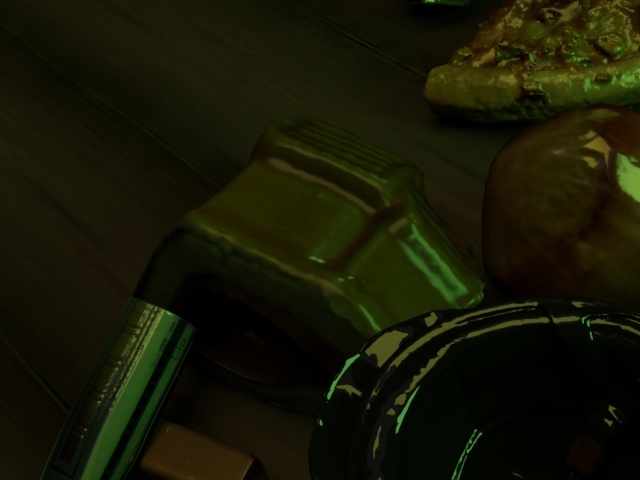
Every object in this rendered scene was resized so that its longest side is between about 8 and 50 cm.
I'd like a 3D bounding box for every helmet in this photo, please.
[{"bbox_3d":[0.141,0.164,0.611,0.279,0.160,0.230,8,55,20],"label":"helmet"}]

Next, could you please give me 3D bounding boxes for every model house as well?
[{"bbox_3d":[0.008,0.008,0.804,0.268,0.173,0.239,27,50,18],"label":"model house"}]

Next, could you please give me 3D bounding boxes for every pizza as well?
[{"bbox_3d":[0.255,-0.213,0.990,0.336,0.086,0.226,-16,48,1],"label":"pizza"}]

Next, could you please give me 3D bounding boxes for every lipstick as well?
[{"bbox_3d":[-0.113,0.167,0.752,0.145,0.045,0.045,15,56,26],"label":"lipstick"}]

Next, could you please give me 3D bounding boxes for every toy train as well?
[{"bbox_3d":[-0.171,0.164,0.716,0.055,0.048,0.251,16,73,29],"label":"toy train"}]

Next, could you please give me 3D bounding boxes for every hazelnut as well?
[{"bbox_3d":[0.213,-0.026,0.767,0.182,0.182,0.182,-7,47,7],"label":"hazelnut"}]

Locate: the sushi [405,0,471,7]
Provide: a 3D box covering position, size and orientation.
[{"bbox_3d":[0.163,-0.355,1.144,0.134,0.109,0.273,-4,33,16],"label":"sushi"}]
